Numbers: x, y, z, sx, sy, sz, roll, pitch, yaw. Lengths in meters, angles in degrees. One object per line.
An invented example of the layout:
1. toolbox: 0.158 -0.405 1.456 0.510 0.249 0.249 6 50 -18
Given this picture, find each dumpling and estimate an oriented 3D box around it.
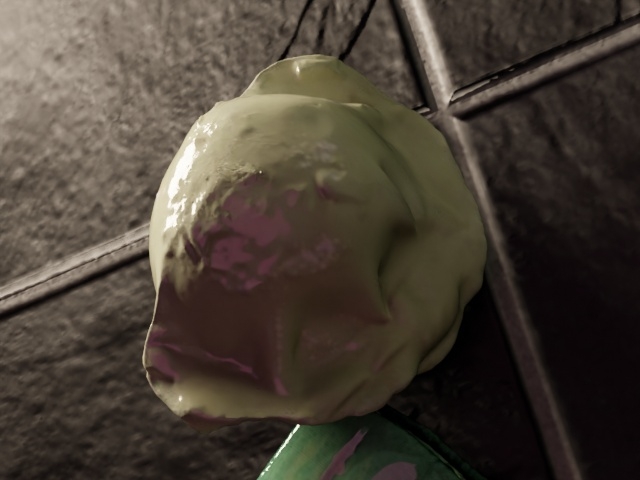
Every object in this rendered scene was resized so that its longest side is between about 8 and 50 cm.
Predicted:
1. dumpling: 0.000 0.000 0.860 0.193 0.147 0.258 10 58 4

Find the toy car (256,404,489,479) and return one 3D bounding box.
1. toy car: -0.028 0.241 0.841 0.141 0.097 0.321 35 93 26
